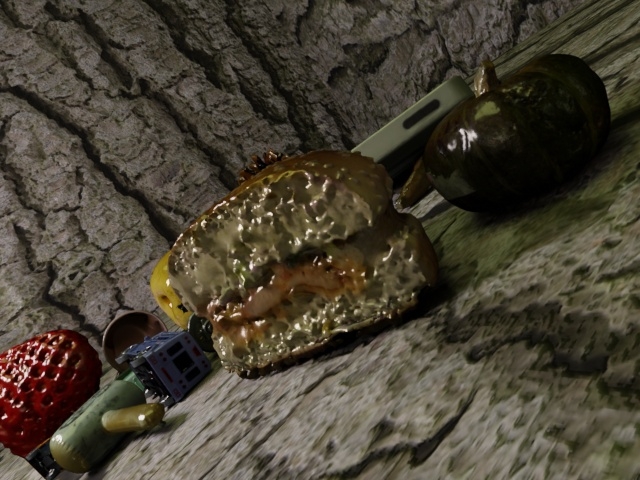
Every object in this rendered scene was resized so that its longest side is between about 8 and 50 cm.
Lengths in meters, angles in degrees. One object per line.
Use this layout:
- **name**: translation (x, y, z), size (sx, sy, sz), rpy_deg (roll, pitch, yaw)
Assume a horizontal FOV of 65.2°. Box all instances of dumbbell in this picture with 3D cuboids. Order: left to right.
- **dumbbell**: translation (-0.275, 0.216, 1.215), size (0.110, 0.110, 0.254), rpy_deg (-42, 4, -23)

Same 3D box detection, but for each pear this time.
- **pear**: translation (-0.348, 0.124, 1.455), size (0.271, 0.271, 0.271), rpy_deg (-37, 9, 7)

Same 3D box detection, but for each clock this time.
- **clock**: translation (-0.530, 0.400, 1.374), size (0.159, 0.066, 0.211), rpy_deg (-41, 9, -19)

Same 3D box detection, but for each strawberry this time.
- **strawberry**: translation (-0.731, 0.389, 1.329), size (0.345, 0.318, 0.295), rpy_deg (-46, -25, 28)

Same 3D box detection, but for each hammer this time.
- **hammer**: translation (-0.388, 0.351, 0.980), size (0.305, 0.113, 0.202), rpy_deg (-24, 19, 39)

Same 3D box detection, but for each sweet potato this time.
- **sweet potato**: translation (0.234, -0.148, 1.157), size (0.081, 0.062, 0.233), rpy_deg (-55, -1, 41)

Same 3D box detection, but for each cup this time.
- **cup**: translation (-0.600, 0.356, 1.583), size (0.200, 0.191, 0.253), rpy_deg (-28, 46, 62)

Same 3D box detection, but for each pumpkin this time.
- **pumpkin**: translation (0.266, -0.165, 0.706), size (0.260, 0.189, 0.260), rpy_deg (-36, 11, 8)

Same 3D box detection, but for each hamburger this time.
- **hamburger**: translation (-0.026, 0.008, 0.788), size (0.445, 0.268, 0.287), rpy_deg (-32, 7, 37)

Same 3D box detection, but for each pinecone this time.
- **pinecone**: translation (-0.175, -0.137, 1.888), size (0.384, 0.384, 0.384), rpy_deg (-37, 9, 7)

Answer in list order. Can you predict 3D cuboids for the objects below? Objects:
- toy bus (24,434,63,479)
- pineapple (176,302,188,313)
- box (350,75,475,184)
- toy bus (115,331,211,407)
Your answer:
- **toy bus**: translation (-0.600, 0.482, 1.185), size (0.194, 0.083, 0.088), rpy_deg (-36, 9, 18)
- **pineapple**: translation (-0.238, 0.107, 1.281), size (0.278, 0.158, 0.158), rpy_deg (-24, 5, -16)
- **box**: translation (0.241, -0.251, 1.301), size (0.367, 0.091, 0.373), rpy_deg (-34, -9, 20)
- **toy bus**: translation (-0.355, 0.276, 1.126), size (0.133, 0.126, 0.292), rpy_deg (-37, 9, -31)
